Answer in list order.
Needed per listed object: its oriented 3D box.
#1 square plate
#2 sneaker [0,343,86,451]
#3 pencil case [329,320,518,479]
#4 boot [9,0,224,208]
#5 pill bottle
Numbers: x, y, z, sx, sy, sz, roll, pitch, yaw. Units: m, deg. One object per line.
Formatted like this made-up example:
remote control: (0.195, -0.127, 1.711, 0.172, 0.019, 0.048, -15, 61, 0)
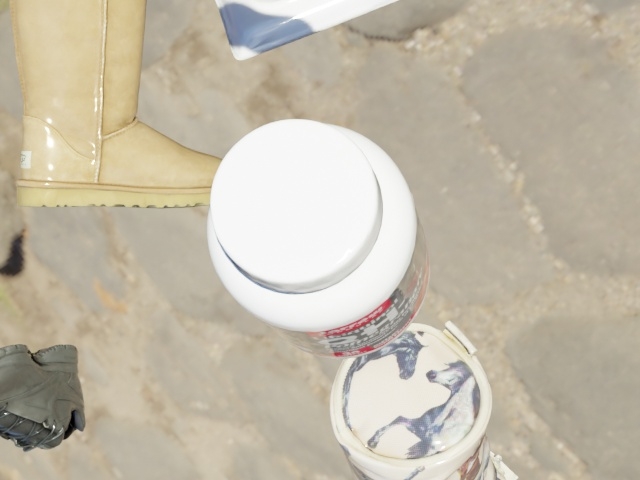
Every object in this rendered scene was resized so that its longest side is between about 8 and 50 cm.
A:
square plate: (-0.006, -0.439, 1.978, 0.049, 0.347, 0.344, 69, 180, -48)
sneaker: (-0.372, 0.200, 1.661, 0.109, 0.286, 0.130, -24, 79, 21)
pencil case: (0.122, 0.239, 1.483, 0.160, 0.183, 0.410, 32, 161, 26)
boot: (-0.174, -0.165, 1.246, 0.089, 0.236, 0.269, 11, 101, 57)
pill bottle: (0.000, 0.000, 1.163, 0.176, 0.176, 0.318, 42, 177, 14)
